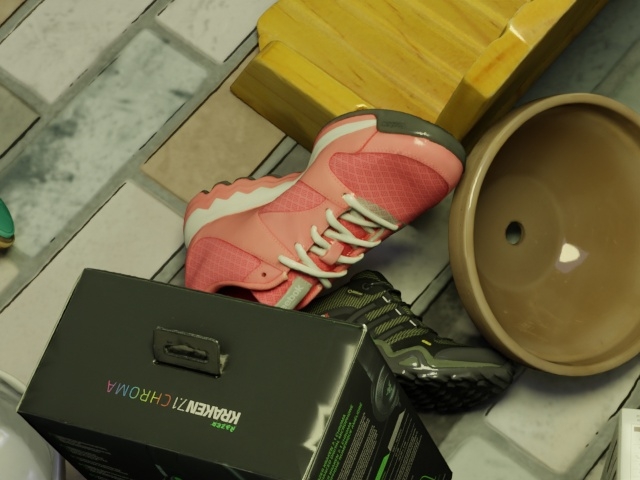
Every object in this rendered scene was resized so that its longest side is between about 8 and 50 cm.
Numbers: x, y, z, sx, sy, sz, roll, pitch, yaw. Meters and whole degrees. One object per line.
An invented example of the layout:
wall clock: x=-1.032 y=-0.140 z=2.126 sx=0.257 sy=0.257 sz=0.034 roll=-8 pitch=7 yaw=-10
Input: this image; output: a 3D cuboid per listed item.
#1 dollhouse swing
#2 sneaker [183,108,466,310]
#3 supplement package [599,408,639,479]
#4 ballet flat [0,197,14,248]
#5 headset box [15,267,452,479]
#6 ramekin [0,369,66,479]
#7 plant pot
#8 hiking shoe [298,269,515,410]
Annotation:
dollhouse swing: x=0.119 y=-0.248 z=1.570 sx=0.315 sy=0.305 sz=0.347 roll=37 pitch=72 yaw=19
sneaker: x=0.000 y=0.000 z=1.487 sx=0.314 sy=0.116 sz=0.136 roll=-26 pitch=44 yaw=41
supplement package: x=0.312 y=0.245 z=1.339 sx=0.204 sy=0.262 sz=0.145 roll=3 pitch=64 yaw=5
ballet flat: x=-0.359 y=-0.064 z=1.645 sx=0.073 sy=0.080 sz=0.232 roll=-42 pitch=63 yaw=14
headset box: x=-0.061 y=0.152 z=1.366 sx=0.246 sy=0.283 sz=0.131 roll=11 pitch=64 yaw=26
ramekin: x=-0.308 y=0.213 z=1.475 sx=0.207 sy=0.109 sz=0.207 roll=-1 pitch=63 yaw=2
plant pot: x=0.194 y=-0.005 z=1.527 sx=0.237 sy=0.110 sz=0.237 roll=0 pitch=91 yaw=-30
hiking shoe: x=0.058 y=0.077 z=1.531 sx=0.227 sy=0.086 sz=0.114 roll=7 pitch=65 yaw=10
